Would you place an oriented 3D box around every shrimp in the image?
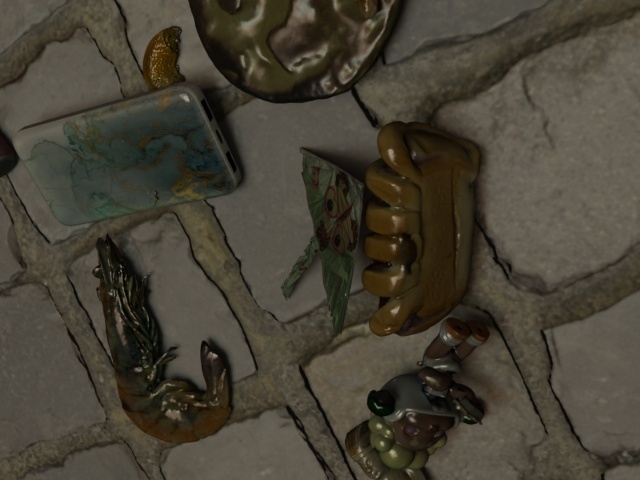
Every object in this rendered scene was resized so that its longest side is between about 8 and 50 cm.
[{"bbox_3d":[-0.204,0.130,1.136,0.169,0.058,0.296,-7,106,19],"label":"shrimp"}]

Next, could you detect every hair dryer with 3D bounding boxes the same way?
[{"bbox_3d":[-0.483,-0.103,1.196,0.106,0.054,0.154,50,123,9],"label":"hair dryer"}]

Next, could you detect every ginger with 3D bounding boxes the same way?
[{"bbox_3d":[0.019,-0.258,0.872,0.048,0.030,0.097,-28,90,25],"label":"ginger"}]

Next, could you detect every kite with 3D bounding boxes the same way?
[{"bbox_3d":[-0.001,0.000,0.968,0.250,0.012,0.229,129,135,-53],"label":"kite"}]

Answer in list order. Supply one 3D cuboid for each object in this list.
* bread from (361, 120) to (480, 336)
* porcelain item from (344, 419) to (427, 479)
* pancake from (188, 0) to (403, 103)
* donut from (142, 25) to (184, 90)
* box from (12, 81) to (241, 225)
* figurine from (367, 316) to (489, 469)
[{"bbox_3d":[0.099,-0.013,0.913,0.081,0.134,0.225,18,113,47],"label":"bread"},{"bbox_3d":[0.104,0.310,1.045,0.084,0.054,0.213,-41,85,27],"label":"porcelain item"},{"bbox_3d":[-0.029,-0.288,0.930,0.294,0.049,0.294,7,106,23],"label":"pancake"},{"bbox_3d":[-0.179,-0.203,1.029,0.067,0.038,0.083,38,119,13],"label":"donut"},{"bbox_3d":[-0.238,-0.098,1.069,0.285,0.044,0.142,-9,118,28],"label":"box"},{"bbox_3d":[0.120,0.173,0.964,0.147,0.093,0.197,11,133,-24],"label":"figurine"}]
